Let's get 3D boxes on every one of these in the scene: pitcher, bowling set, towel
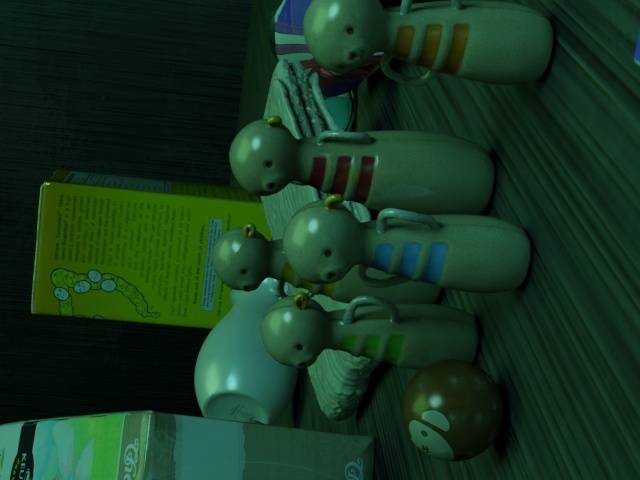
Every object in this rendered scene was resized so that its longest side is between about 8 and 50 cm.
[{"bbox_3d":[-0.074,0.120,1.400,0.178,0.125,0.207,-56,15,42],"label":"pitcher"},{"bbox_3d":[0.023,0.013,0.618,0.287,0.154,0.200,105,168,-51],"label":"bowling set"},{"bbox_3d":[0.000,0.000,0.983,0.187,0.049,0.282,107,150,-61],"label":"towel"}]

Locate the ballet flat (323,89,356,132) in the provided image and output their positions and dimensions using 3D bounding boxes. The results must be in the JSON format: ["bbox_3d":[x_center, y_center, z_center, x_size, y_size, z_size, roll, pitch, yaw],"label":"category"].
[{"bbox_3d":[0.020,-0.146,1.175,0.041,0.041,0.114,121,153,-72],"label":"ballet flat"}]

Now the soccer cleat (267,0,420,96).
[{"bbox_3d":[0.025,-0.181,0.951,0.116,0.108,0.318,61,169,15],"label":"soccer cleat"}]

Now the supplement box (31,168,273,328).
[{"bbox_3d":[-0.236,0.014,1.699,0.194,0.356,0.195,-127,44,-79],"label":"supplement box"}]

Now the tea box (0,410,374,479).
[{"bbox_3d":[-0.138,0.319,0.941,0.323,0.220,0.329,-16,66,51],"label":"tea box"}]

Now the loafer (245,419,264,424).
[{"bbox_3d":[-0.022,0.283,1.067,0.094,0.087,0.251,-46,43,34],"label":"loafer"}]

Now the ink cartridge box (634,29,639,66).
[{"bbox_3d":[0.134,-0.125,0.329,0.206,0.045,0.208,-104,20,-65],"label":"ink cartridge box"}]
